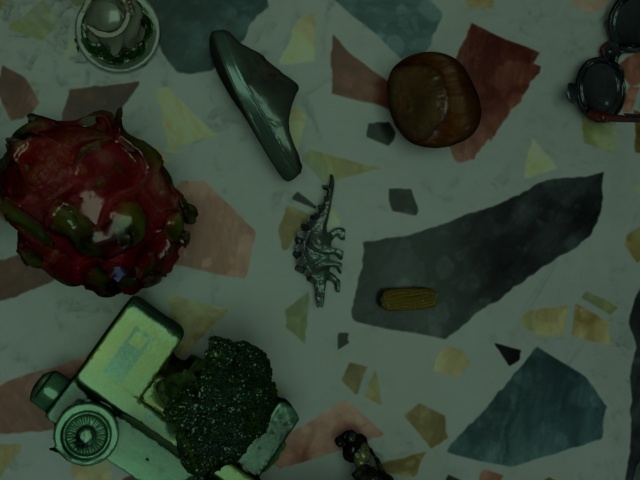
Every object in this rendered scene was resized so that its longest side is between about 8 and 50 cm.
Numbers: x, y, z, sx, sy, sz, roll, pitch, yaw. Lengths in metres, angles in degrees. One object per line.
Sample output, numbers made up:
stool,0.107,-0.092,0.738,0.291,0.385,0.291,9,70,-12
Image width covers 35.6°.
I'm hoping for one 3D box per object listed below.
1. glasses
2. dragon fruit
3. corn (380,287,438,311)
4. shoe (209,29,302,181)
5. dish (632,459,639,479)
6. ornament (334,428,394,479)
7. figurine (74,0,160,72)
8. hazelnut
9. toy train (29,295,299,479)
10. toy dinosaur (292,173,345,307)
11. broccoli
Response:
glasses,0.517,-0.281,1.492,0.118,0.268,0.234,31,86,-25
dragon fruit,-0.328,-0.054,1.419,0.302,0.237,0.231,29,67,4
corn,0.139,0.092,1.566,0.092,0.037,0.037,-2,92,-5
shoe,-0.078,-0.214,1.504,0.100,0.103,0.251,-28,100,-4
dish,0.584,0.400,1.605,0.141,0.078,0.141,0,92,-7
ornament,0.097,0.376,1.529,0.153,0.166,0.196,-21,79,-7
figurine,-0.302,-0.316,1.446,0.132,0.153,0.132,0,92,-6
hazelnut,0.180,-0.215,1.516,0.150,0.150,0.150,0,92,-7
toy train,-0.218,0.273,1.476,0.397,0.160,0.253,37,78,-8
toy dinosaur,0.000,0.000,1.547,0.082,0.039,0.209,7,90,-5
broccoli,-0.138,0.227,1.362,0.156,0.195,0.196,3,92,34
